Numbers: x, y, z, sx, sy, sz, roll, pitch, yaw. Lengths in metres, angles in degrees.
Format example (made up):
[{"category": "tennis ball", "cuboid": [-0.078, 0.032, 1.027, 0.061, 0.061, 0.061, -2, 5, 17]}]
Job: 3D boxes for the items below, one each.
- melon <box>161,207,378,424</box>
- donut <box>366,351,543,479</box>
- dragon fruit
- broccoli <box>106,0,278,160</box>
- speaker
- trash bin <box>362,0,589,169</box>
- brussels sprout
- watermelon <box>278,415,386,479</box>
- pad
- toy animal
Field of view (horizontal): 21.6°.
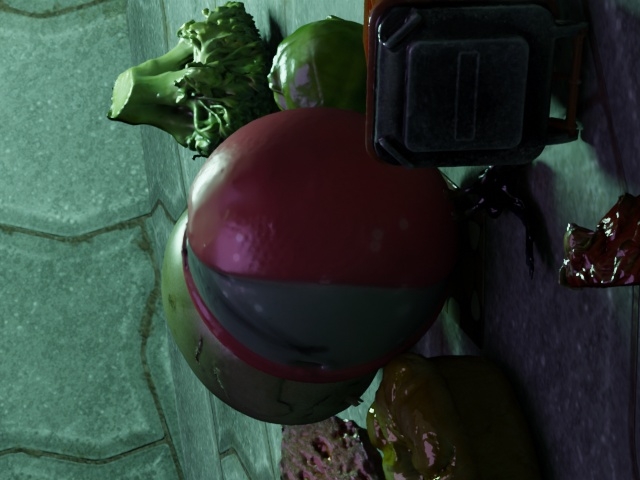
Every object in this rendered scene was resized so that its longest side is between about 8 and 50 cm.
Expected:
[{"category": "melon", "cuboid": [-0.049, 0.080, 2.051, 0.330, 0.268, 0.268, 51, 149, 33]}, {"category": "donut", "cuboid": [0.137, 0.235, 1.673, 0.208, 0.128, 0.261, 115, 145, -62]}, {"category": "dragon fruit", "cuboid": [0.233, -0.003, 1.237, 0.162, 0.106, 0.083, 177, 87, -78]}, {"category": "broccoli", "cuboid": [-0.185, -0.234, 2.452, 0.288, 0.245, 0.248, 166, 106, -70]}, {"category": "speaker", "cuboid": [0.000, 0.000, 1.742, 0.294, 0.294, 0.294, 173, 90, -76]}, {"category": "trash bin", "cuboid": [0.122, -0.176, 1.487, 0.239, 0.184, 0.161, -100, 10, -60]}, {"category": "brussels sprout", "cuboid": [0.030, -0.182, 1.900, 0.122, 0.151, 0.149, -18, 50, 47]}, {"category": "watermelon", "cuboid": [0.024, 0.341, 2.146, 0.140, 0.193, 0.257, 25, -131, -70]}, {"category": "pad", "cuboid": [0.134, 0.004, 1.820, 0.235, 0.003, 0.158, -129, 34, -63]}, {"category": "toy animal", "cuboid": [0.167, -0.055, 1.585, 0.108, 0.062, 0.220, -46, 49, 49]}]
